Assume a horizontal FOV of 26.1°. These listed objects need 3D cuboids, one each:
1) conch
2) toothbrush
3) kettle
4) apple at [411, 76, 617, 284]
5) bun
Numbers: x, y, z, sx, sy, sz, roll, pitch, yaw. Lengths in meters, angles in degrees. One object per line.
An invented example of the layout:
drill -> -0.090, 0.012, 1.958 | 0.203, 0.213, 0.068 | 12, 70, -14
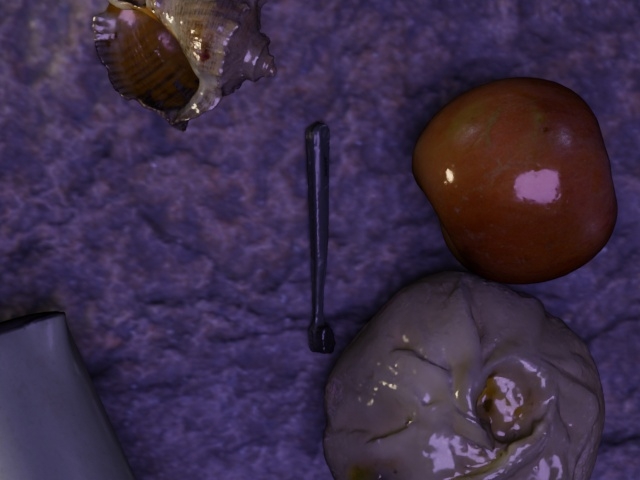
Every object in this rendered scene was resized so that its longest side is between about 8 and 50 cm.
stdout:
conch -> -0.159, -0.227, 1.574 | 0.245, 0.163, 0.178 | 29, 81, 14
toothbrush -> 0.000, 0.000, 1.718 | 0.030, 0.030, 0.297 | -10, 105, -34
kettle -> -0.376, 0.308, 1.598 | 0.361, 0.250, 0.377 | -25, 84, 27
apple -> 0.228, -0.065, 1.642 | 0.253, 0.253, 0.254 | -2, 104, -9
bun -> 0.184, 0.228, 1.695 | 0.365, 0.219, 0.365 | -1, 98, -4
